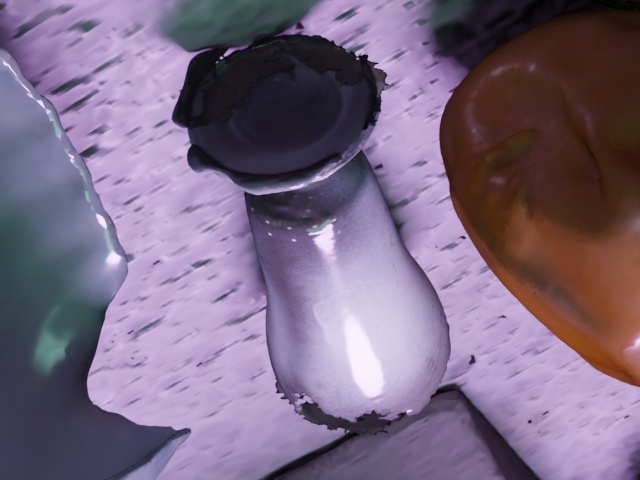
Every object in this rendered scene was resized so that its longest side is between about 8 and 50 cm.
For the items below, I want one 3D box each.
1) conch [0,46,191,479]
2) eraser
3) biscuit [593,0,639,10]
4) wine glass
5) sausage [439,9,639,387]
[{"bbox_3d":[-0.209,0.065,0.531,0.319,0.215,0.303,-34,127,-52],"label":"conch"},{"bbox_3d":[0.093,0.195,0.954,0.111,0.077,0.352,-28,142,11],"label":"eraser"},{"bbox_3d":[0.106,-0.108,0.630,0.046,0.016,0.089,4,137,-29],"label":"biscuit"},{"bbox_3d":[0.000,0.000,0.676,0.072,0.072,0.155,-20,143,-1],"label":"wine glass"},{"bbox_3d":[0.152,-0.006,0.679,0.241,0.136,0.120,14,128,-35],"label":"sausage"}]
